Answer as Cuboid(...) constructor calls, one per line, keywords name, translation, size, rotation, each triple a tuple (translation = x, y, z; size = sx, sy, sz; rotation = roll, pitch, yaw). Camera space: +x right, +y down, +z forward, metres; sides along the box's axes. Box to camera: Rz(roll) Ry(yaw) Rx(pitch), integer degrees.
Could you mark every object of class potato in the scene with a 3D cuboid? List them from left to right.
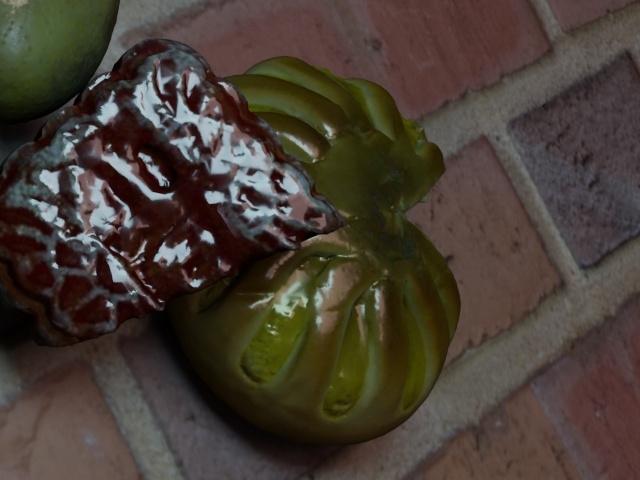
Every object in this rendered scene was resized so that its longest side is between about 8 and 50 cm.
Cuboid(name="potato", translation=(-0.225, -0.208, 1.489), size=(0.251, 0.159, 0.174), rotation=(-68, 150, -28))

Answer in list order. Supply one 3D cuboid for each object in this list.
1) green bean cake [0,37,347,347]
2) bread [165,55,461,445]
Cuboid(name="green bean cake", translation=(-0.131, -0.018, 1.438), size=(0.233, 0.097, 0.198), rotation=(-40, 95, -13))
Cuboid(name="bread", translation=(0.000, 0.000, 1.625), size=(0.333, 0.160, 0.333), rotation=(25, 52, -37))
